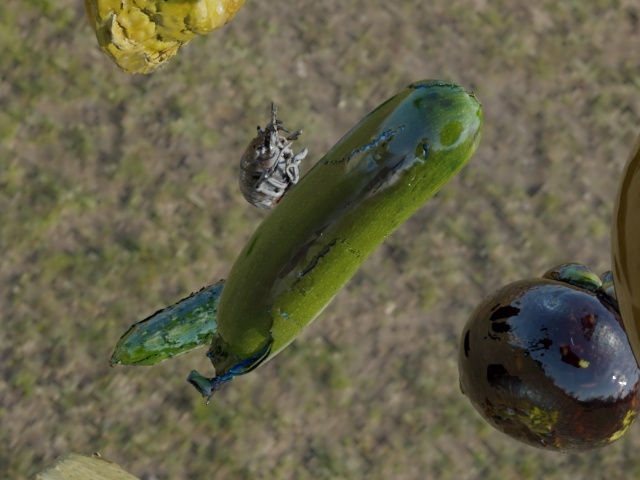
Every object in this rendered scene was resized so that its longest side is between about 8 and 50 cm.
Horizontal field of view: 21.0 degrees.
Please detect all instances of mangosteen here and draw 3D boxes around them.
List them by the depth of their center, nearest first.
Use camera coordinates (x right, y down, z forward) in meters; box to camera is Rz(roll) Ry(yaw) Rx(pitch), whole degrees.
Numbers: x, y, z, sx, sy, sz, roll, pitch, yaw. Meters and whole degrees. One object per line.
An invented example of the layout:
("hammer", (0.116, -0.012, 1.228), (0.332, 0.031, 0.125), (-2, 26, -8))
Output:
("mangosteen", (0.244, 0.102, 1.709), (0.192, 0.192, 0.217), (37, 61, -3))

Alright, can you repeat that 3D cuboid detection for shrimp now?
("shrimp", (-0.042, -0.075, 1.610), (0.065, 0.165, 0.056), (-7, 65, -14))

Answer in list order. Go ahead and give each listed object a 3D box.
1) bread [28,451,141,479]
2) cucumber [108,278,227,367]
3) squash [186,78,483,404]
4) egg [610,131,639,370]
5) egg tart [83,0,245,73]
("bread", (-0.204, 0.374, 1.604), (0.279, 0.279, 0.207), (26, 4, 2))
("cucumber", (-0.145, 0.094, 2.018), (0.227, 0.069, 0.069), (-24, 67, -17))
("squash", (0.000, -0.001, 1.322), (0.087, 0.331, 0.087), (34, 24, -18))
("egg", (0.304, 0.031, 1.021), (0.250, 0.250, 0.322), (-39, 116, -51))
("egg tart", (-0.138, -0.307, 1.760), (0.123, 0.294, 0.294), (15, 36, 17))
